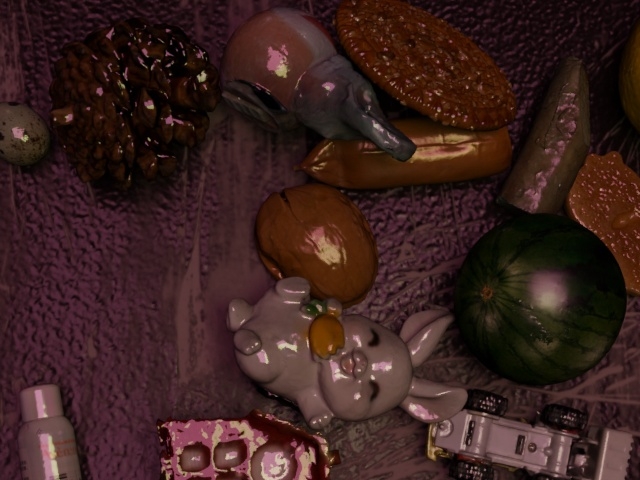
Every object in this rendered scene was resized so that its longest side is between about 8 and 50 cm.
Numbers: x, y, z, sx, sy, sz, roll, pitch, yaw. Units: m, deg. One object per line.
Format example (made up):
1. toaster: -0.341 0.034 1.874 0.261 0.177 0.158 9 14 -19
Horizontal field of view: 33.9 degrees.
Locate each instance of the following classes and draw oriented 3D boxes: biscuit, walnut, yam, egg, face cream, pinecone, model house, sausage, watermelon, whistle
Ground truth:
1. biscuit: 0.158 -0.264 1.522 0.305 0.038 0.305 22 36 -17
2. biscuit: 0.455 -0.028 1.605 0.166 0.036 0.225 -33 81 -10
3. walnut: 0.001 0.001 1.536 0.167 0.087 0.211 -41 85 -13
4. yam: 0.354 -0.147 1.584 0.106 0.106 0.259 27 81 1
5. egg: -0.443 -0.157 1.529 0.110 0.085 0.085 36 79 17
6. face cream: -0.369 0.331 1.448 0.082 0.082 0.269 -10 82 -6
7. pinecone: -0.259 -0.203 1.476 0.243 0.243 0.257 45 70 4
8. model house: -0.093 0.306 1.419 0.254 0.196 0.160 -7 79 -7
9. sausage: 0.119 -0.129 1.556 0.328 0.112 0.112 -6 80 -5
10. watermelon: 0.306 0.083 1.467 0.242 0.242 0.242 1 80 -5
11. whistle: -0.002 -0.218 1.471 0.348 0.189 0.189 31 78 24

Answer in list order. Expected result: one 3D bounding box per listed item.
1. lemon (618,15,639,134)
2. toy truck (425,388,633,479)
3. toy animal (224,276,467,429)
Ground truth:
1. lemon: 0.571 -0.266 1.552 0.245 0.245 0.319 21 69 -1
2. toy truck: 0.291 0.292 1.495 0.286 0.111 0.136 14 81 -4
3. toy animal: 0.032 0.160 1.464 0.325 0.154 0.208 3 62 -15
